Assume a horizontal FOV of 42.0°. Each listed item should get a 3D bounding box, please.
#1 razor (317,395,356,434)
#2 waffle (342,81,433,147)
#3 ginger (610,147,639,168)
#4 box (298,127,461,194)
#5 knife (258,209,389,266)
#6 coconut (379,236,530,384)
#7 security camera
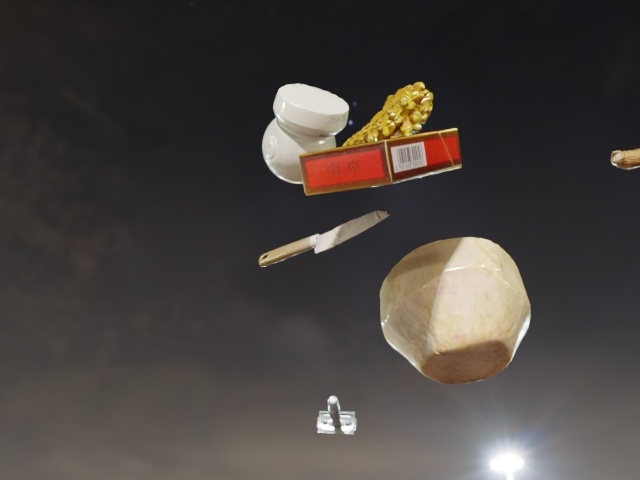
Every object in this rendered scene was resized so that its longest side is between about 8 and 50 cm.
[{"bbox_3d":[0.023,0.286,1.385,0.068,0.040,0.135,0,-28,5],"label":"razor"},{"bbox_3d":[0.125,-0.214,1.561,0.070,0.193,0.197,47,-37,-12],"label":"waffle"},{"bbox_3d":[0.593,-0.155,1.506,0.137,0.044,0.057,-12,8,9],"label":"ginger"},{"bbox_3d":[0.098,-0.122,1.274,0.153,0.074,0.240,-10,4,35],"label":"box"},{"bbox_3d":[0.002,0.002,1.370,0.298,0.047,0.017,-21,-57,38],"label":"knife"},{"bbox_3d":[0.233,0.109,1.454,0.259,0.259,0.259,-5,-26,-2],"label":"coconut"},{"bbox_3d":[-0.043,-0.253,2.096,0.195,0.194,0.236,4,-59,-19],"label":"security camera"}]
